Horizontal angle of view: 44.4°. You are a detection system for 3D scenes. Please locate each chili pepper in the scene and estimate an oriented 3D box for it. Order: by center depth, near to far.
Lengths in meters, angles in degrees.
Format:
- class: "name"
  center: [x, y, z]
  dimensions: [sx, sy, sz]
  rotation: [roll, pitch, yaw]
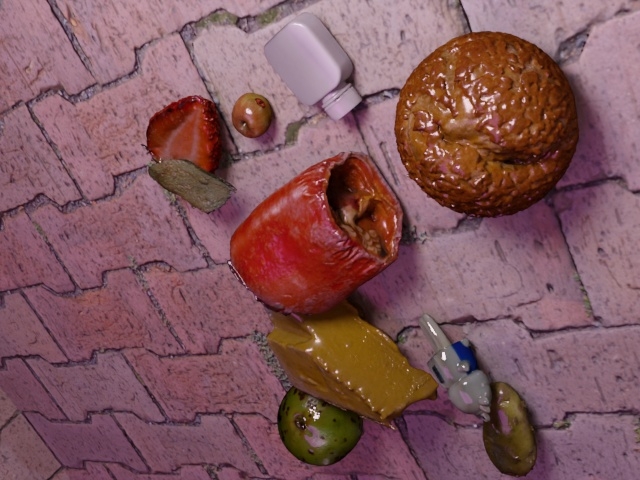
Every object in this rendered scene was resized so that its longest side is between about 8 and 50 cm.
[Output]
- class: "chili pepper"
  center: [0.000, 0.000, 1.495]
  dimensions: [0.251, 0.229, 0.305]
  rotation: [55, 136, 0]

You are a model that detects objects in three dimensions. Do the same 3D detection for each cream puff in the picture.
- class: "cream puff"
  center: [0.243, -0.167, 1.202]
  dimensions: [0.302, 0.212, 0.303]
  rotation: [17, 126, 25]

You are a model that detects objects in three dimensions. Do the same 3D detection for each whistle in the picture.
- class: "whistle"
  center: [0.272, 0.253, 1.571]
  dimensions: [0.245, 0.092, 0.110]
  rotation: [60, 165, 19]

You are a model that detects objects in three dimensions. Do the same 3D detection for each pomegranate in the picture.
- class: "pomegranate"
  center: [0.011, 0.427, 1.860]
  dimensions: [0.210, 0.211, 0.263]
  rotation: [9, 171, 30]

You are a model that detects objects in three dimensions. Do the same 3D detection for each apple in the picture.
- class: "apple"
  center: [-0.130, -0.241, 1.506]
  dimensions: [0.083, 0.071, 0.084]
  rotation: [25, 141, 22]

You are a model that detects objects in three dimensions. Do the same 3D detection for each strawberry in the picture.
- class: "strawberry"
  center: [-0.273, -0.228, 1.587]
  dimensions: [0.174, 0.098, 0.228]
  rotation: [23, 139, 10]

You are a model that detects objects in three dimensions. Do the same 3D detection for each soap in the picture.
- class: "soap"
  center: [0.050, 0.205, 1.619]
  dimensions: [0.338, 0.169, 0.305]
  rotation: [12, 136, 44]

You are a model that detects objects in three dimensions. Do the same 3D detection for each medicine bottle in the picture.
- class: "medicine bottle"
  center: [-0.007, -0.299, 1.375]
  dimensions: [0.183, 0.069, 0.119]
  rotation: [51, 134, -8]

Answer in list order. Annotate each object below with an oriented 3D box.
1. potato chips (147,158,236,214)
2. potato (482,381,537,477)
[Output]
- class: "potato chips"
  center: [-0.263, -0.111, 1.607]
  dimensions: [0.209, 0.026, 0.142]
  rotation: [-4, 128, 36]
- class: "potato"
  center: [0.388, 0.392, 1.622]
  dimensions: [0.117, 0.090, 0.226]
  rotation: [4, 118, 40]
